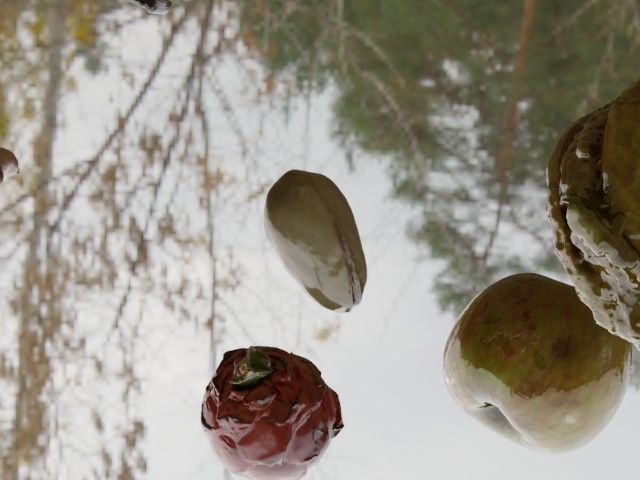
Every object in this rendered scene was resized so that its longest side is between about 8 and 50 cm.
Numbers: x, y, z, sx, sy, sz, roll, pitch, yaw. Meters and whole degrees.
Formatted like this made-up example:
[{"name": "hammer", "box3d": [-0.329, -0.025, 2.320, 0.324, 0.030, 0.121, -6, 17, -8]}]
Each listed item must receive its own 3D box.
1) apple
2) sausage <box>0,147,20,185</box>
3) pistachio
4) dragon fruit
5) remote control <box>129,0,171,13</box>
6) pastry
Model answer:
[{"name": "apple", "box3d": [0.314, 0.165, 1.996, 0.264, 0.264, 0.264, 3, -160, -1]}, {"name": "sausage", "box3d": [-0.398, -0.088, 1.715, 0.047, 0.040, 0.177, 19, -172, -9]}, {"name": "pistachio", "box3d": [0.000, 0.000, 1.692, 0.108, 0.185, 0.126, -26, -176, -29]}, {"name": "dragon fruit", "box3d": [-0.061, 0.217, 1.739, 0.172, 0.172, 0.209, 21, 170, 39]}, {"name": "remote control", "box3d": [-0.301, -0.357, 1.897, 0.212, 0.028, 0.059, 26, -163, 13]}, {"name": "pastry", "box3d": [0.295, -0.013, 1.214, 0.132, 0.240, 0.235, -24, -152, 54]}]
